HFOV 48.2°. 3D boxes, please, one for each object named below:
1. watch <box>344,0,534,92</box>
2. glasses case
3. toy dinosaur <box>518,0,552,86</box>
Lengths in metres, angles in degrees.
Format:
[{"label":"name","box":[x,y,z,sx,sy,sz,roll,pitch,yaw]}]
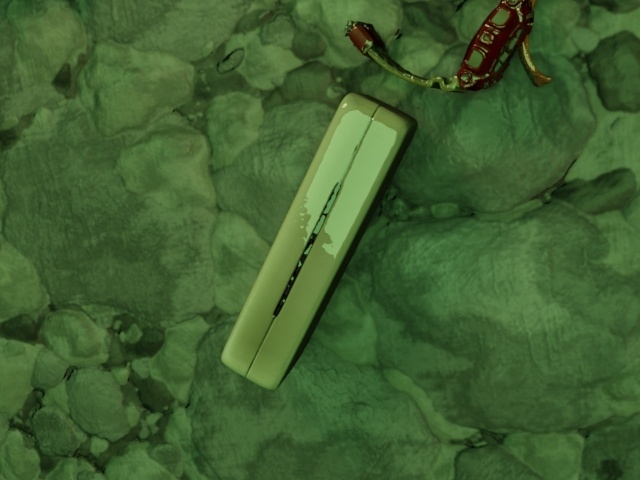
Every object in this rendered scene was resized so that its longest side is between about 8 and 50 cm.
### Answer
[{"label":"watch","box":[0.097,-0.265,0.777,0.268,0.102,0.165,26,107,17]},{"label":"glasses case","box":[0.000,0.000,0.814,0.076,0.144,0.337,28,104,6]},{"label":"toy dinosaur","box":[0.254,-0.306,0.747,0.101,0.055,0.280,5,100,40]}]
